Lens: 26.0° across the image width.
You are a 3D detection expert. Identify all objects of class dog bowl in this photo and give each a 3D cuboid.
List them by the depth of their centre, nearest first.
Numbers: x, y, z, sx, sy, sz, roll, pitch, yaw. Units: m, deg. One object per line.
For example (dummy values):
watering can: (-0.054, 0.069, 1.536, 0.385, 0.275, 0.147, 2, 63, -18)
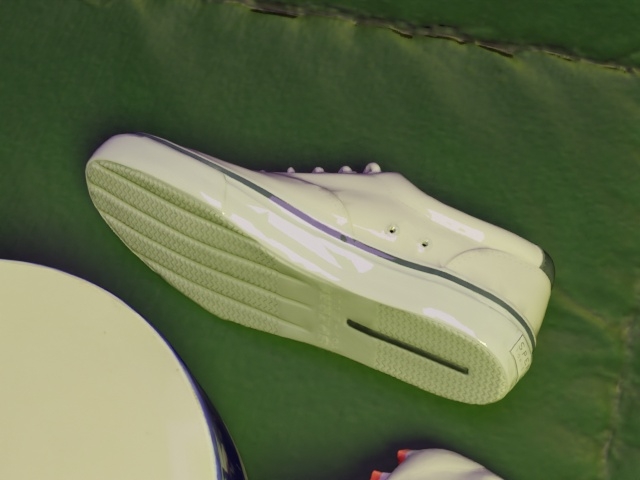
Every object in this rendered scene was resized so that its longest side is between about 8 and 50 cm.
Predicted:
dog bowl: (-0.166, 0.145, 0.666, 0.265, 0.104, 0.264, -2, 64, 5)

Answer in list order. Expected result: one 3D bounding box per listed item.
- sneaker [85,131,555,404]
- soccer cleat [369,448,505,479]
sneaker: (0.000, 0.000, 0.738, 0.258, 0.094, 0.091, 25, 51, 13)
soccer cleat: (0.029, 0.151, 0.618, 0.076, 0.068, 0.196, 13, 28, 31)
